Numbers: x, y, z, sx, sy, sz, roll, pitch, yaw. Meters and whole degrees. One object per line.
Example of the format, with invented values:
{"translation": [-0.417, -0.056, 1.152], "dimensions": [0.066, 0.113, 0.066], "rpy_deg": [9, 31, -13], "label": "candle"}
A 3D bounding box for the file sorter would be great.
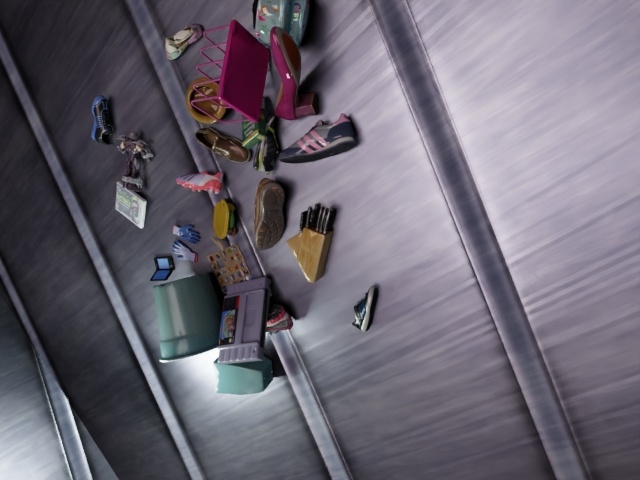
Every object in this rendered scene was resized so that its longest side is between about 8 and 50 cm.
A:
{"translation": [-0.338, -0.603, 1.598], "dimensions": [0.183, 0.202, 0.290], "rpy_deg": [3, 81, 32], "label": "file sorter"}

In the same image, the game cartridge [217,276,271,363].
{"translation": [-0.331, 0.343, 1.870], "dimensions": [0.230, 0.068, 0.354], "rpy_deg": [-12, 60, 25], "label": "game cartridge"}

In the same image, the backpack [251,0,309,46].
{"translation": [-0.137, -0.769, 1.475], "dimensions": [0.191, 0.253, 0.225], "rpy_deg": [13, 109, 2], "label": "backpack"}

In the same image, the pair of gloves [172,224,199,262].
{"translation": [-0.647, 0.009, 2.080], "dimensions": [0.160, 0.023, 0.198], "rpy_deg": [21, 113, 18], "label": "pair of gloves"}

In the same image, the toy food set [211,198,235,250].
{"translation": [-0.417, -0.078, 1.921], "dimensions": [0.128, 0.071, 0.217], "rpy_deg": [30, 116, 43], "label": "toy food set"}

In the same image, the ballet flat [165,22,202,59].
{"translation": [-0.581, -0.819, 1.780], "dimensions": [0.222, 0.079, 0.076], "rpy_deg": [-20, 96, 30], "label": "ballet flat"}

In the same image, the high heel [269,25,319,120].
{"translation": [-0.144, -0.556, 1.501], "dimensions": [0.182, 0.127, 0.377], "rpy_deg": [1, 149, 20], "label": "high heel"}

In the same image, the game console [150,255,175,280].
{"translation": [-0.796, 0.140, 2.163], "dimensions": [0.122, 0.071, 0.107], "rpy_deg": [-3, 103, 27], "label": "game console"}

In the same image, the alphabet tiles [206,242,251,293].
{"translation": [-0.409, 0.151, 2.009], "dimensions": [0.198, 0.009, 0.237], "rpy_deg": [-21, 94, 29], "label": "alphabet tiles"}

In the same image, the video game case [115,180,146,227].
{"translation": [-0.945, -0.177, 2.158], "dimensions": [0.190, 0.022, 0.173], "rpy_deg": [35, 128, 14], "label": "video game case"}

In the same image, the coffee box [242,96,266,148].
{"translation": [-0.259, -0.460, 1.682], "dimensions": [0.113, 0.041, 0.184], "rpy_deg": [-23, 63, 43], "label": "coffee box"}

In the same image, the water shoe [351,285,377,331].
{"translation": [0.168, 0.265, 1.714], "dimensions": [0.080, 0.073, 0.202], "rpy_deg": [18, 111, 24], "label": "water shoe"}

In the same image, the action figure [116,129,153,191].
{"translation": [-0.885, -0.382, 2.051], "dimensions": [0.186, 0.099, 0.284], "rpy_deg": [21, 109, 28], "label": "action figure"}

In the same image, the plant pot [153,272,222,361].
{"translation": [-0.599, 0.336, 1.991], "dimensions": [0.342, 0.341, 0.333], "rpy_deg": [-14, 90, 29], "label": "plant pot"}

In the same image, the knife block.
{"translation": [0.000, 0.000, 1.714], "dimensions": [0.242, 0.088, 0.275], "rpy_deg": [-28, 90, 31], "label": "knife block"}

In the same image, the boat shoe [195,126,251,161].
{"translation": [-0.413, -0.391, 1.807], "dimensions": [0.258, 0.095, 0.095], "rpy_deg": [27, 114, 18], "label": "boat shoe"}

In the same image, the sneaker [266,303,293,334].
{"translation": [-0.257, 0.377, 1.939], "dimensions": [0.299, 0.120, 0.112], "rpy_deg": [-16, 125, 36], "label": "sneaker"}

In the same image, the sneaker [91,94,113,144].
{"translation": [-1.036, -0.571, 2.083], "dimensions": [0.091, 0.081, 0.232], "rpy_deg": [29, 122, 14], "label": "sneaker"}

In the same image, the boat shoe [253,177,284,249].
{"translation": [-0.219, -0.110, 1.792], "dimensions": [0.116, 0.123, 0.324], "rpy_deg": [51, 136, 45], "label": "boat shoe"}

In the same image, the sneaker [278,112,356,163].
{"translation": [-0.020, -0.375, 1.624], "dimensions": [0.319, 0.112, 0.130], "rpy_deg": [-10, 83, 26], "label": "sneaker"}

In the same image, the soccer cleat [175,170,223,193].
{"translation": [-0.533, -0.268, 1.923], "dimensions": [0.248, 0.083, 0.095], "rpy_deg": [12, 80, 28], "label": "soccer cleat"}

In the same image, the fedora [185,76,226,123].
{"translation": [-0.458, -0.574, 1.788], "dimensions": [0.195, 0.079, 0.194], "rpy_deg": [6, 107, 19], "label": "fedora"}

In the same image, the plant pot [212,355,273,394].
{"translation": [-0.350, 0.613, 2.027], "dimensions": [0.235, 0.165, 0.165], "rpy_deg": [2, 105, 19], "label": "plant pot"}

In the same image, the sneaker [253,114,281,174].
{"translation": [-0.200, -0.380, 1.730], "dimensions": [0.097, 0.084, 0.234], "rpy_deg": [13, 109, -13], "label": "sneaker"}
